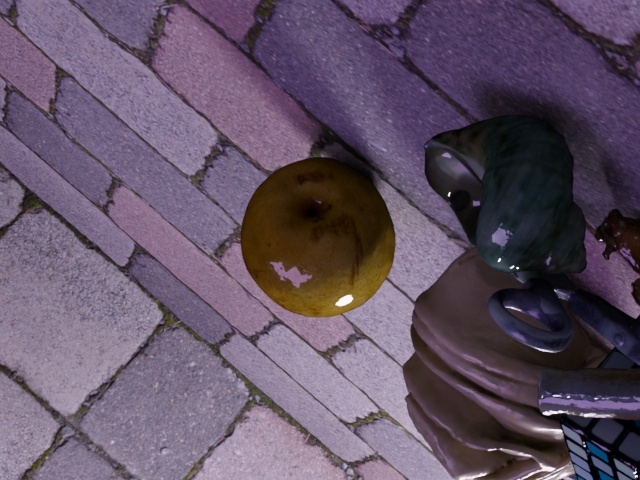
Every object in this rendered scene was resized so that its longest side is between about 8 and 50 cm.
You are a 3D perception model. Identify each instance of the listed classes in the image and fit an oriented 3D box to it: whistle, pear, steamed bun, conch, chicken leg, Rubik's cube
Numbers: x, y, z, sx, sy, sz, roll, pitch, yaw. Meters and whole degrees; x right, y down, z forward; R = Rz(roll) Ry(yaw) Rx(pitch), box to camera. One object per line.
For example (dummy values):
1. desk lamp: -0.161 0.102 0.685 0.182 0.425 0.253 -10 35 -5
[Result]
1. whistle: 0.383 0.161 1.705 0.327 0.068 0.057 1 111 27
2. pear: 0.000 0.000 2.153 0.209 0.209 0.209 37 164 13
3. steamed bun: 0.222 0.173 2.000 0.276 0.203 0.289 23 137 18
4. conch: 0.191 -0.045 1.673 0.176 0.122 0.188 -55 46 47
5. chicken leg: 0.361 0.044 1.677 0.207 0.085 0.101 42 -179 29
6. Rubik's cube: 0.399 0.214 1.841 0.187 0.182 0.184 32 162 31

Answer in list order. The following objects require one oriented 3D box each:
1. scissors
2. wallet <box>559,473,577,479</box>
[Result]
1. scissors: 0.227 0.032 1.756 0.256 0.029 0.383 14 -158 -28
2. wallet: 0.337 0.242 2.266 0.237 0.075 0.342 25 157 27
